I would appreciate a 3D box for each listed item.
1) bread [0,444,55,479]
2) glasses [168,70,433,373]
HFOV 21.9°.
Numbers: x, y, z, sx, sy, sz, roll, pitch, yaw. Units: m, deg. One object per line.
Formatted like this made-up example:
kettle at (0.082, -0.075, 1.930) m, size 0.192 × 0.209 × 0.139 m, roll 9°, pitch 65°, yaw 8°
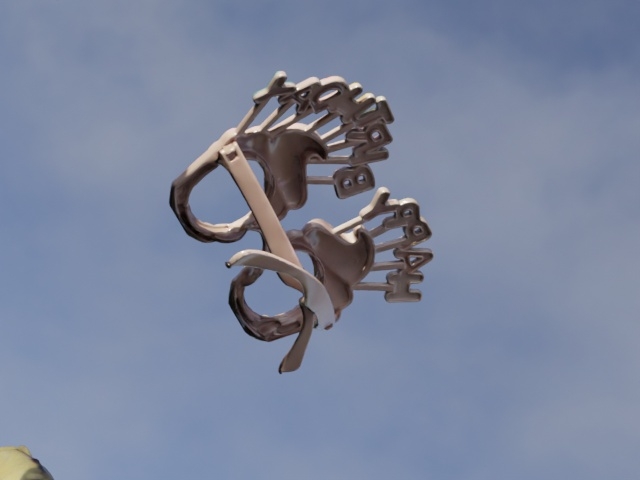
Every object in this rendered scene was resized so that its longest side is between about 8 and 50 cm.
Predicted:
bread at (-0.281, 0.319, 1.502) m, size 0.236 × 0.183 × 0.389 m, roll 59°, pitch -16°, yaw -13°
glasses at (0.003, -0.007, 1.143) m, size 0.095 × 0.162 × 0.255 m, roll 50°, pitch -9°, yaw 43°
